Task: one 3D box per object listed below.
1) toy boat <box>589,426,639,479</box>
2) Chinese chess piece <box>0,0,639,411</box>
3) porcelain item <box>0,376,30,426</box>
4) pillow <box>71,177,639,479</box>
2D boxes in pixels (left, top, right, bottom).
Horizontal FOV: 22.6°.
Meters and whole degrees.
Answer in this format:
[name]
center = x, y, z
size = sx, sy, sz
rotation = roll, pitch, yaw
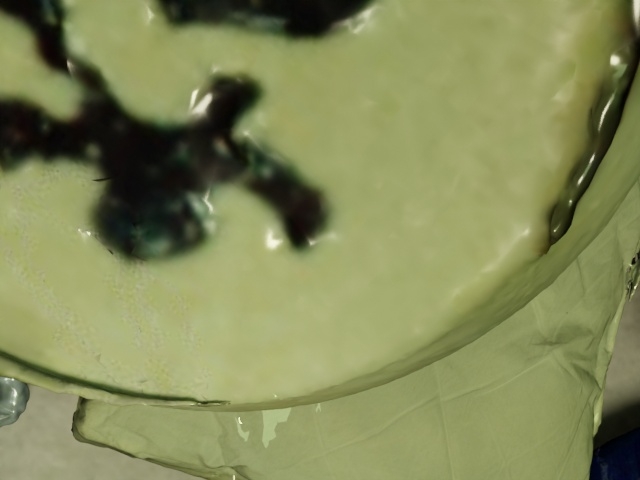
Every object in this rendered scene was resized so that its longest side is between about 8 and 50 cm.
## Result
[toy boat]
center = 0.248, 0.199, 0.868
size = 0.318, 0.072, 0.219
rotation = 6, 68, -29
[Chinese chess piece]
center = -0.040, -0.110, 0.568
size = 0.349, 0.146, 0.349
rotation = 4, 104, 15
[porcelain item]
center = -0.168, 0.088, 0.754
size = 0.036, 0.028, 0.083
rotation = 40, 74, -15
[pillow]
center = 0.041, 0.003, 0.774
size = 0.274, 0.076, 0.280
rotation = 22, 76, -26
